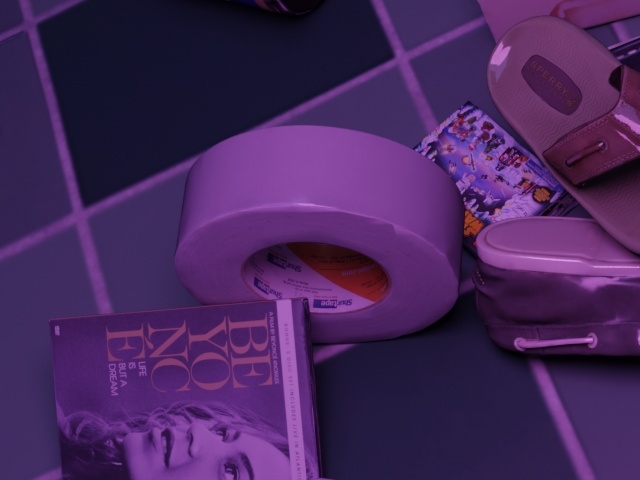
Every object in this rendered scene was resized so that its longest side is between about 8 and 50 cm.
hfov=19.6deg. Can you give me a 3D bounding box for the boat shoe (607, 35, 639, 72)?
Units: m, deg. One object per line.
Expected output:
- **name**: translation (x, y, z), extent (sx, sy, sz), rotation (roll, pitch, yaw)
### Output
- **boat shoe**: translation (0.402, -0.141, 1.391), extent (0.500, 0.156, 0.186), rotation (-8, 58, 20)

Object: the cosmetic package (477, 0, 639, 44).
- **cosmetic package**: translation (0.268, -0.283, 1.557), extent (0.296, 0.129, 0.153), rotation (-12, 56, 15)

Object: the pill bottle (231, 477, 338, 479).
- **pill bottle**: translation (0.034, 0.244, 1.304), extent (0.246, 0.136, 0.136), rotation (11, 63, 29)

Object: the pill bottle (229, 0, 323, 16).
- **pill bottle**: translation (-0.097, -0.287, 1.718), extent (0.219, 0.123, 0.123), rotation (18, 67, 32)

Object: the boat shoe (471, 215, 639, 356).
- **boat shoe**: translation (0.276, 0.047, 1.374), extent (0.335, 0.095, 0.112), rotation (6, 28, 22)

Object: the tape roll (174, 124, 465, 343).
- **tape roll**: translation (0.000, 0.000, 1.427), extent (0.219, 0.219, 0.072), rotation (-5, 58, 20)

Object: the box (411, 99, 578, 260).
- **box**: translation (0.132, -0.045, 1.521), extent (0.094, 0.027, 0.137), rotation (-42, 53, -6)

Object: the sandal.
- **sandal**: translation (0.209, -0.081, 1.359), extent (0.120, 0.086, 0.303), rotation (-52, 46, 3)

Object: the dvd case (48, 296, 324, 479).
- **dvd case**: translation (-0.107, 0.135, 1.459), extent (0.221, 0.018, 0.164), rotation (-5, 88, 19)
